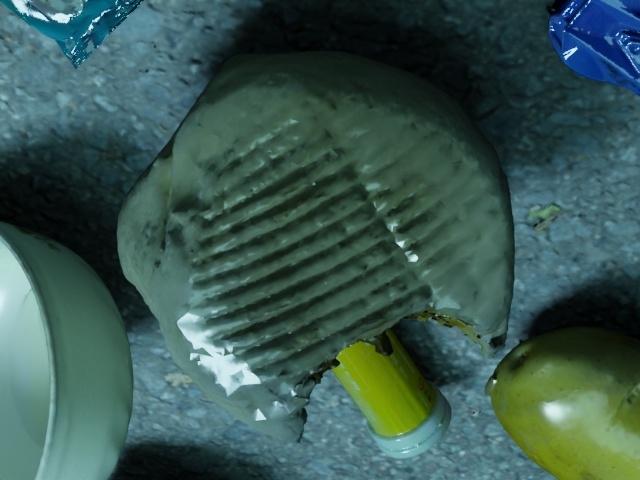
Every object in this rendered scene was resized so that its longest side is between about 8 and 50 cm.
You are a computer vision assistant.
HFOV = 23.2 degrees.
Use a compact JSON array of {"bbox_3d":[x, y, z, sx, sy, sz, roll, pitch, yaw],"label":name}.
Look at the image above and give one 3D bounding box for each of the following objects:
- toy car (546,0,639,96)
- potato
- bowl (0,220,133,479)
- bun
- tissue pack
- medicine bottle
[{"bbox_3d":[0.258,-0.123,1.075,0.216,0.063,0.103,25,131,-16],"label":"toy car"},{"bbox_3d":[0.280,0.173,1.307,0.300,0.140,0.173,38,134,-19],"label":"potato"},{"bbox_3d":[-0.248,0.117,1.263,0.145,0.277,0.277,1,149,-48],"label":"bowl"},{"bbox_3d":[-0.009,-0.012,1.122,0.281,0.205,0.282,-2,100,-11],"label":"bun"},{"bbox_3d":[-0.200,-0.190,1.096,0.138,0.028,0.085,37,124,-20],"label":"tissue pack"},{"bbox_3d":[0.033,0.088,1.305,0.074,0.074,0.218,-17,127,22],"label":"medicine bottle"}]
